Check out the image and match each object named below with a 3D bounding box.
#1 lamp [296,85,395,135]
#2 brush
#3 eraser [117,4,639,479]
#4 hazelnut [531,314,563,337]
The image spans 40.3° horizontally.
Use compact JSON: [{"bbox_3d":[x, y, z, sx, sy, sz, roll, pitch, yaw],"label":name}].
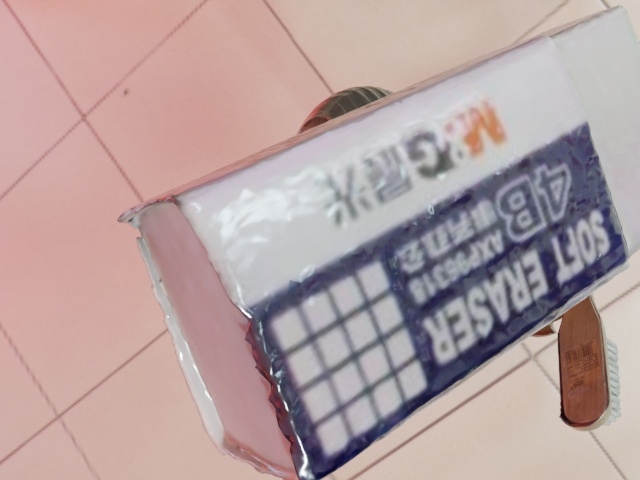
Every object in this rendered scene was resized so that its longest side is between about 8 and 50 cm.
[{"bbox_3d":[0.066,-0.087,1.256,0.233,0.233,0.265,-20,53,20],"label":"lamp"},{"bbox_3d":[0.354,0.103,1.152,0.070,0.065,0.328,-28,42,39],"label":"brush"},{"bbox_3d":[0.060,-0.014,0.422,0.086,0.287,0.130,-5,110,57],"label":"eraser"},{"bbox_3d":[0.343,0.063,1.447,0.160,0.202,0.170,-10,46,26],"label":"hazelnut"}]
